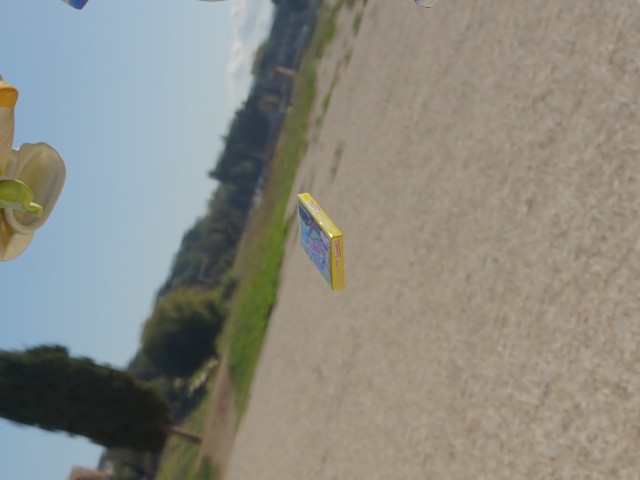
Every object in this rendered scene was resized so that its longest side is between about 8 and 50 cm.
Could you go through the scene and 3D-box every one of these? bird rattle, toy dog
[{"bbox_3d":[-0.424,-0.125,1.465,0.253,0.143,0.207,38,117,38],"label":"bird rattle"},{"bbox_3d":[-0.637,0.009,1.999,0.408,0.284,0.395,-25,57,46],"label":"toy dog"}]

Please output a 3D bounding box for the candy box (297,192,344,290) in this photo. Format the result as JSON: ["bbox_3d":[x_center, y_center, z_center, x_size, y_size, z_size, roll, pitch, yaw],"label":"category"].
[{"bbox_3d":[0.000,0.000,2.211,0.206,0.027,0.105,-128,29,-61],"label":"candy box"}]

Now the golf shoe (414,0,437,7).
[{"bbox_3d":[0.085,-0.338,1.395,0.198,0.077,0.094,59,141,39],"label":"golf shoe"}]

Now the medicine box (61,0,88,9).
[{"bbox_3d":[-0.485,-0.537,2.126,0.149,0.289,0.263,-57,13,10],"label":"medicine box"}]
